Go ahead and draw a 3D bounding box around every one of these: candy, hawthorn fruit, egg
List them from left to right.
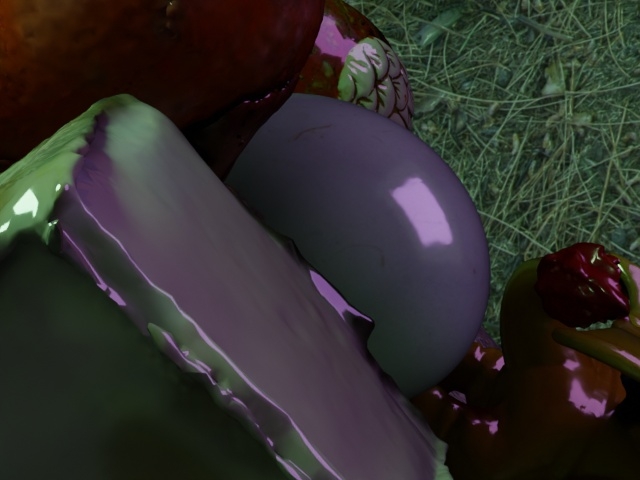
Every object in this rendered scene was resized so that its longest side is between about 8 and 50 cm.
[{"bbox_3d":[-0.109,-0.126,0.802,0.307,0.276,0.276,68,11,13],"label":"hawthorn fruit"},{"bbox_3d":[-0.052,0.064,0.457,0.185,0.137,0.195,46,7,-10],"label":"candy"},{"bbox_3d":[0.000,0.000,1.026,0.183,0.183,0.264,42,1,-43],"label":"egg"}]

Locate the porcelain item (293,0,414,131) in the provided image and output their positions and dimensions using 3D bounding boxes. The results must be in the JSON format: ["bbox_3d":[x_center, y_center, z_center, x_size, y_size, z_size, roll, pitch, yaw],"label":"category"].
[{"bbox_3d":[-0.054,-0.082,1.266,0.253,0.253,0.253,47,6,-6],"label":"porcelain item"}]

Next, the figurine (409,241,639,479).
[{"bbox_3d":[0.249,0.169,1.110,0.387,0.268,0.401,27,-1,5],"label":"figurine"}]
